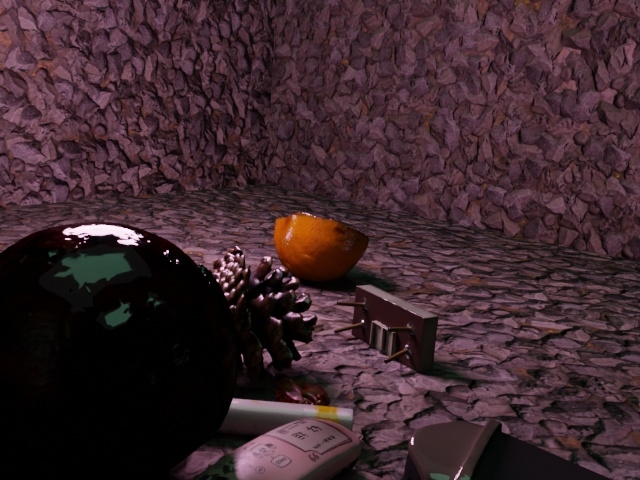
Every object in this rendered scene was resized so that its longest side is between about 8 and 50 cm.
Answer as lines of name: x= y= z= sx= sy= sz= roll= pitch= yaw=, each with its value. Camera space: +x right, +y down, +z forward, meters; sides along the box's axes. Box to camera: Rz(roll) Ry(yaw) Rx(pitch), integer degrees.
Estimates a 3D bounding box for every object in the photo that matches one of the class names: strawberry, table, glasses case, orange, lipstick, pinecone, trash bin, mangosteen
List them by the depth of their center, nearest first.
trash bin: x=0.221 y=0.331 z=0.761 sx=0.290 sy=0.209 sz=0.182 roll=16 pitch=23 yaw=25
mangosteen: x=-0.307 y=0.182 z=0.977 sx=0.381 sy=0.421 sz=0.381 roll=14 pitch=49 yaw=-16
glasses case: x=-0.060 y=0.324 z=0.980 sx=0.122 sy=0.075 sz=0.314 roll=17 pitch=17 yaw=34
lipstick: x=-0.079 y=0.293 z=1.152 sx=0.264 sy=0.059 sz=0.059 roll=4 pitch=13 yaw=2
strawberry: x=-0.035 y=0.276 z=1.267 sx=0.104 sy=0.048 sz=0.152 roll=1 pitch=16 yaw=-28
pinecone: x=-0.128 y=0.152 z=1.360 sx=0.264 sy=0.264 sz=0.264 roll=4 pitch=13 yaw=-1
table: x=0.131 y=0.190 z=1.533 sx=0.111 sy=0.122 sz=0.240 roll=-4 pitch=15 yaw=-33
orange: x=-0.003 y=0.001 z=2.041 sx=0.274 sy=0.274 sz=0.310 roll=-8 pitch=-26 yaw=-42
